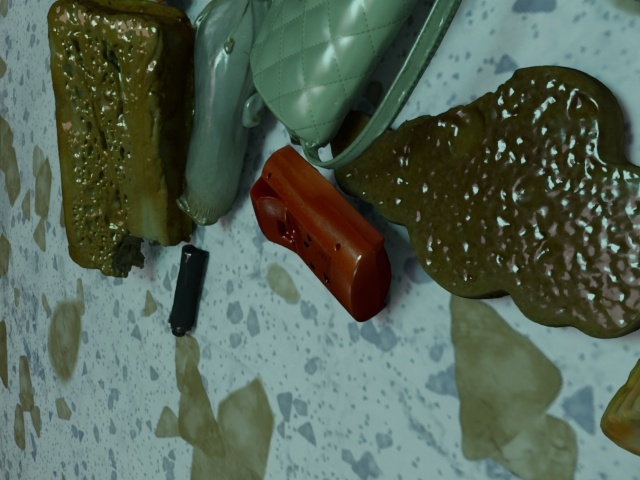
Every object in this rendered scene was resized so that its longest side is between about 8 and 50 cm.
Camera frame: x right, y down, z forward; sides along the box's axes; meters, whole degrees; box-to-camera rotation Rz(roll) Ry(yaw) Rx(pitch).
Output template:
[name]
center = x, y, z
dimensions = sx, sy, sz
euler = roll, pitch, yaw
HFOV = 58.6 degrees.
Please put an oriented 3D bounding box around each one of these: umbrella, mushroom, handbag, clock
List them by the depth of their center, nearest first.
[handbag]
center = 0.030, -0.192, 0.486
dimensions = 0.256, 0.079, 0.219
euler = -57, 39, 29
[clock]
center = 0.000, 0.000, 0.539
dimensions = 0.155, 0.061, 0.113
euler = 45, 159, 33
[mushroom]
center = -0.111, -0.145, 0.654
dimensions = 0.096, 0.099, 0.278
euler = 47, 127, 55
[umbrella]
center = -0.181, 0.070, 0.777
dimensions = 0.036, 0.031, 0.133
euler = 30, 113, 42

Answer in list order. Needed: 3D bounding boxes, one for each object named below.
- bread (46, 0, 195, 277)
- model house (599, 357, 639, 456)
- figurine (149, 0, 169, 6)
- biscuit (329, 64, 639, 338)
[bread]
center = -0.243, -0.112, 0.741
dimensions = 0.185, 0.109, 0.381
euler = 15, 121, 7
[model house]
center = 0.283, 0.053, 0.220
dimensions = 0.237, 0.202, 0.237
euler = 46, 157, -8
[figurine]
center = -0.234, -0.321, 0.761
dimensions = 0.185, 0.127, 0.235
euler = -10, 74, 37
[biscuit]
center = 0.124, -0.046, 0.456
dimensions = 0.319, 0.047, 0.184
euler = 17, 100, 44
